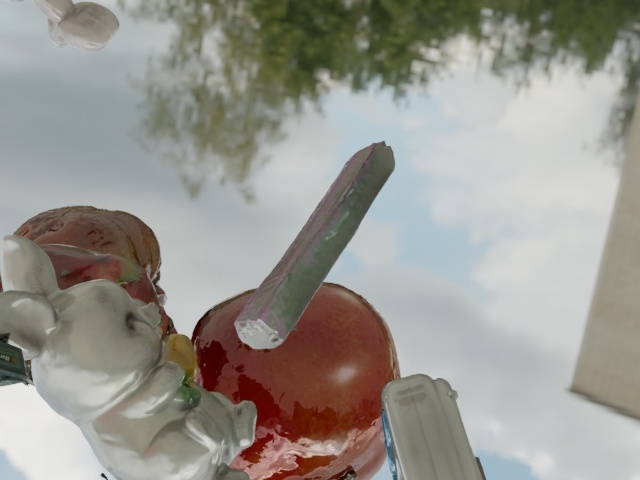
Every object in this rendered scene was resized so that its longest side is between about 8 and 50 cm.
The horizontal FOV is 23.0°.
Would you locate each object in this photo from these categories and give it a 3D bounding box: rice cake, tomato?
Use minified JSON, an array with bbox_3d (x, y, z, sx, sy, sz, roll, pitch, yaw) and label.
[{"bbox_3d":[0.000,0.000,1.196,0.047,0.036,0.207,-9,-142,47],"label":"rice cake"},{"bbox_3d":[-0.044,0.207,2.006,0.293,0.325,0.290,-13,-117,-14],"label":"tomato"}]

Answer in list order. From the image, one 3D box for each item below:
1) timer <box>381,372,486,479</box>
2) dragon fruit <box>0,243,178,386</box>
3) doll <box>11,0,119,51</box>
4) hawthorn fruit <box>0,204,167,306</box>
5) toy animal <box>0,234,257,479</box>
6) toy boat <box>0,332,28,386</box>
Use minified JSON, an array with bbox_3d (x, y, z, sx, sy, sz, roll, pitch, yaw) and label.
[{"bbox_3d":[0.128,0.272,1.593,0.087,0.262,0.237,-16,-125,-2],"label":"timer"},{"bbox_3d":[-0.309,0.111,1.861,0.200,0.198,0.269,44,-122,10],"label":"dragon fruit"},{"bbox_3d":[-0.288,-0.268,1.695,0.160,0.059,0.161,37,150,-10],"label":"doll"},{"bbox_3d":[-0.362,0.061,2.397,0.261,0.258,0.258,36,-153,23],"label":"hawthorn fruit"},{"bbox_3d":[-0.210,0.139,1.593,0.325,0.154,0.208,35,-162,-22],"label":"toy animal"},{"bbox_3d":[-0.268,0.082,1.088,0.055,0.060,0.141,-10,162,28],"label":"toy boat"}]
